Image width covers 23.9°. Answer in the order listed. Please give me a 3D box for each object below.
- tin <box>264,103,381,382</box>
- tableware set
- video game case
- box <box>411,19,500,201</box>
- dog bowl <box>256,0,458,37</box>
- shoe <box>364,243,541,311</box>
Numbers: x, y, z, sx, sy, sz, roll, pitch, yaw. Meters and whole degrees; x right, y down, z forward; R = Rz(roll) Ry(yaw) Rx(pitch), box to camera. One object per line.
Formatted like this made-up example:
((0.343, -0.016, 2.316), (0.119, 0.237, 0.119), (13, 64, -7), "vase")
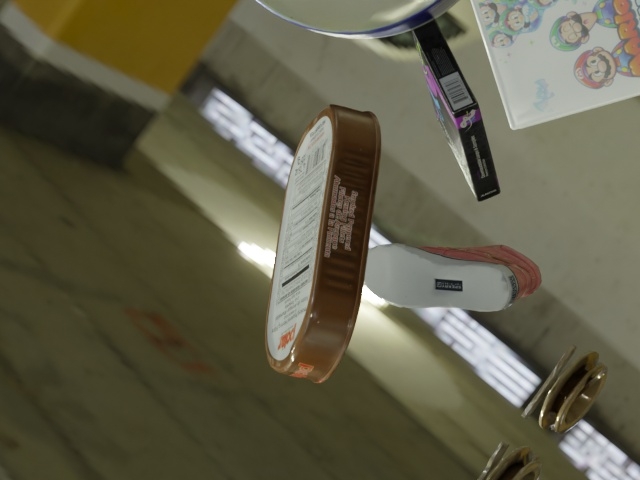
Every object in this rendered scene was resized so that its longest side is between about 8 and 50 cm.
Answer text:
((0.000, 0.000, 1.011), (0.040, 0.189, 0.106), (12, 161, -13), "tin")
((0.207, 0.188, 1.385), (0.039, 0.194, 0.128), (36, -177, 26), "tableware set")
((0.174, -0.168, 1.044), (0.019, 0.143, 0.157), (-28, -78, -58), "video game case")
((0.130, -0.124, 1.450), (0.162, 0.029, 0.116), (62, -175, -57), "box")
((0.032, -0.313, 1.347), (0.265, 0.265, 0.104), (38, -168, 4), "dog bowl")
((0.132, 0.035, 1.532), (0.178, 0.063, 0.081), (7, -168, 33), "shoe")
